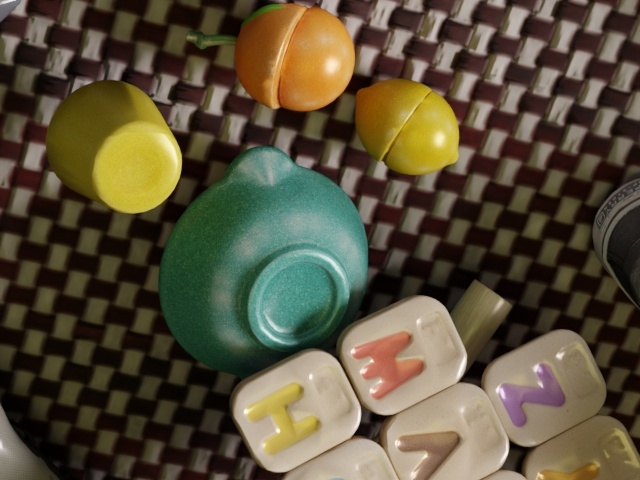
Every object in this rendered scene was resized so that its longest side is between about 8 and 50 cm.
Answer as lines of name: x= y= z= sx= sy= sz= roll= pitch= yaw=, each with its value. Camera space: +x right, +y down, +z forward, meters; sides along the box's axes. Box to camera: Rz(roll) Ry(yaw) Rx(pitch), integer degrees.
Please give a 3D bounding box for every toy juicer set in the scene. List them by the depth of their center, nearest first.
toy juicer set: x=0.000 y=0.000 z=1.126 sx=0.209 sy=0.089 sz=0.329 roll=-37 pitch=120 yaw=-8

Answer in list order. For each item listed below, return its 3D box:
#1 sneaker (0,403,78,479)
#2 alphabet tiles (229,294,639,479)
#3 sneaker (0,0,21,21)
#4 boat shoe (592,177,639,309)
sneaker: x=-0.181 y=0.171 z=1.191 sx=0.108 sy=0.100 sz=0.271 roll=-30 pitch=117 yaw=-21
alphabet tiles: x=0.066 y=0.183 z=1.089 sx=0.278 sy=0.021 sz=0.284 roll=-26 pitch=92 yaw=-10
sneaker: x=-0.268 y=-0.202 z=0.971 sx=0.121 sy=0.111 sz=0.300 roll=-32 pitch=124 yaw=-1
boat shoe: x=0.297 y=0.072 z=1.182 sx=0.301 sy=0.102 sz=0.108 roll=38 pitch=108 yaw=-25
